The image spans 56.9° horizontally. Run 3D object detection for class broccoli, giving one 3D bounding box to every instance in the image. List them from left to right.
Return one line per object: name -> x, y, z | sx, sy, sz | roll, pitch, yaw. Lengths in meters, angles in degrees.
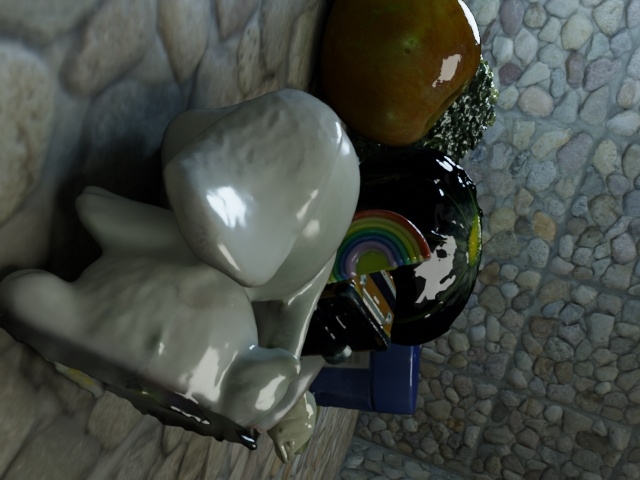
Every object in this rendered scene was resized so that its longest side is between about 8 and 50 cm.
broccoli -> 0.208, -0.254, 1.122 | 0.375, 0.249, 0.302 | 81, 31, -52

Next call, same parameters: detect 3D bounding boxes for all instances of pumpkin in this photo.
pumpkin -> 0.106, 0.011, 0.909 | 0.296, 0.295, 0.296 | 17, 90, -78

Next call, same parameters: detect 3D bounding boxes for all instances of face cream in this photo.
face cream -> 0.100, 0.245, 1.293 | 0.249, 0.224, 0.249 | 3, 90, -76

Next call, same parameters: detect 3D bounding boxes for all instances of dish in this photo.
dish -> -0.062, 0.167, 0.869 | 0.229, 0.081, 0.230 | -47, 156, -29

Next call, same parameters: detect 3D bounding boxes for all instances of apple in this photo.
apple -> 0.100, -0.253, 0.815 | 0.237, 0.207, 0.237 | -46, 171, -10

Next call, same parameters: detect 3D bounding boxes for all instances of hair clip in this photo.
hair clip -> 0.007, 0.014, 0.555 | 0.033, 0.188, 0.060 | 27, 51, -58

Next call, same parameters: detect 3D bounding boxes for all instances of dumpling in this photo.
dumpling -> -0.063, 0.311, 1.095 | 0.134, 0.099, 0.170 | -149, -133, -68

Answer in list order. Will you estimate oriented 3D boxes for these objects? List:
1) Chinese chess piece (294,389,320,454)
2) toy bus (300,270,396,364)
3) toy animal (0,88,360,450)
Chinese chess piece -> -0.047, 0.408, 1.333 | 0.144, 0.058, 0.144 | 16, 90, -76
toy bus -> -0.017, 0.067, 0.650 | 0.098, 0.200, 0.114 | 55, 40, -30
toy animal -> -0.071, 0.011, 0.434 | 0.249, 0.174, 0.290 | 42, 67, -77
